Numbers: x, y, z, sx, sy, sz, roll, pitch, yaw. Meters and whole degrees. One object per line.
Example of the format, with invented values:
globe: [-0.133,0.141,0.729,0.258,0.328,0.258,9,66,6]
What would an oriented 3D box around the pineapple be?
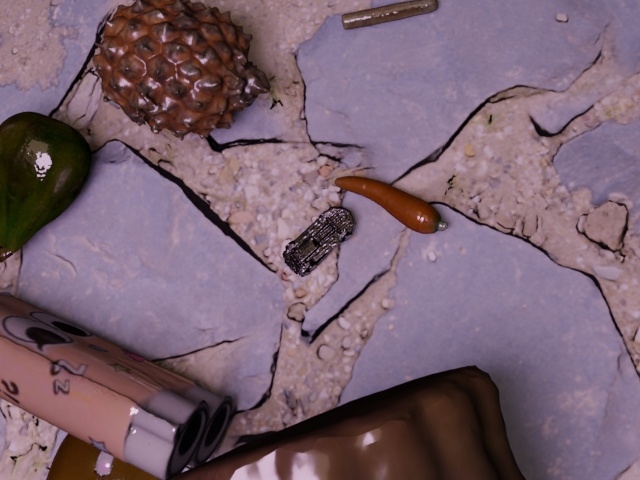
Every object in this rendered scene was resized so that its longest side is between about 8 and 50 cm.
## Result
pineapple: [-0.147,-0.189,0.809,0.193,0.166,0.166,13,79,10]

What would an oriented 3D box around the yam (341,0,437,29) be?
yam: [0.082,-0.271,0.860,0.116,0.021,0.021,-9,75,7]

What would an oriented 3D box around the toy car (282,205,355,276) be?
toy car: [0.000,0.000,0.806,0.093,0.025,0.041,-41,76,1]

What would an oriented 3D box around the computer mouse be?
computer mouse: [-0.235,0.310,0.755,0.126,0.056,0.245,8,76,10]

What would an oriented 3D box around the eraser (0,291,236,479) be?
eraser: [-0.245,0.140,0.738,0.290,0.171,0.087,22,89,14]

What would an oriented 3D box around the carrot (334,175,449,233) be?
carrot: [0.079,-0.043,0.802,0.142,0.035,0.035,29,83,22]

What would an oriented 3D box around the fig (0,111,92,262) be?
fig: [-0.337,-0.059,0.840,0.117,0.117,0.177,21,97,13]

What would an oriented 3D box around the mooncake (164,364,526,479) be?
mooncake: [0.022,0.237,0.601,0.324,0.324,0.187,-23,79,3]
